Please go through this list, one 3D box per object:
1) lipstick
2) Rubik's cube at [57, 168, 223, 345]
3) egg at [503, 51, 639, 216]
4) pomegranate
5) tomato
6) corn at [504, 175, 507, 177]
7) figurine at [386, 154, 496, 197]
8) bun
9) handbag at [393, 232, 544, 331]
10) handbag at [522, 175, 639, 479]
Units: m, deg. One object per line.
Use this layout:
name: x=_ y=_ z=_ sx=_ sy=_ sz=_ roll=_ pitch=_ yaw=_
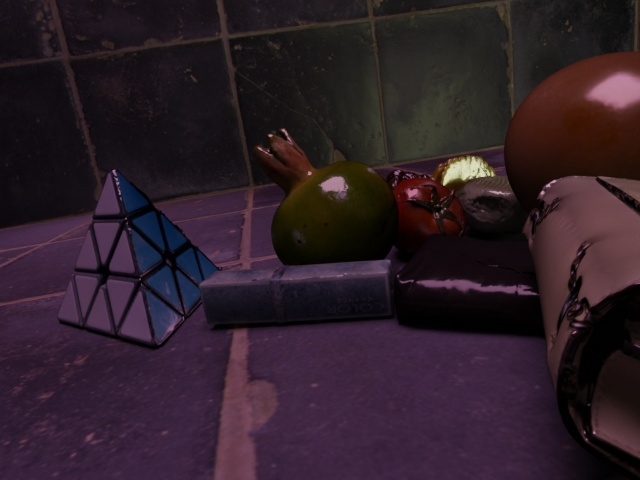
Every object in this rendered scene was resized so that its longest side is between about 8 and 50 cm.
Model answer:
lipstick: x=-0.032 y=0.078 z=0.695 sx=0.289 sy=0.078 sz=0.076 roll=-4 pitch=13 yaw=13
Rubik's cube: x=-0.316 y=0.059 z=0.811 sx=0.228 sy=0.233 sz=0.228 roll=26 pitch=-29 yaw=-1
egg: x=0.457 y=-0.140 z=0.731 sx=0.300 sy=0.301 sz=0.374 roll=-9 pitch=35 yaw=-3
pomegranate: x=0.001 y=-0.065 z=0.817 sx=0.236 sy=0.302 sz=0.236 roll=-35 pitch=9 yaw=6
tomato: x=0.200 y=-0.045 z=0.923 sx=0.167 sy=0.167 sz=0.167 roll=-8 pitch=14 yaw=2
corn: x=0.604 y=-0.152 z=1.228 sx=0.253 sy=0.086 sz=0.086 roll=-10 pitch=14 yaw=-6
figurine: x=0.285 y=-0.120 z=1.228 sx=0.187 sy=0.168 sz=0.315 roll=-28 pitch=12 yaw=-26
bun: x=0.394 y=-0.072 z=0.987 sx=0.221 sy=0.108 sz=0.221 roll=1 pitch=17 yaw=0
handbag: x=0.237 y=0.045 z=0.661 sx=0.223 sy=0.080 sz=0.247 roll=-1 pitch=16 yaw=28
handbag: x=0.302 y=0.048 z=0.377 sx=0.236 sy=0.160 sz=0.358 roll=19 pitch=22 yaw=16
